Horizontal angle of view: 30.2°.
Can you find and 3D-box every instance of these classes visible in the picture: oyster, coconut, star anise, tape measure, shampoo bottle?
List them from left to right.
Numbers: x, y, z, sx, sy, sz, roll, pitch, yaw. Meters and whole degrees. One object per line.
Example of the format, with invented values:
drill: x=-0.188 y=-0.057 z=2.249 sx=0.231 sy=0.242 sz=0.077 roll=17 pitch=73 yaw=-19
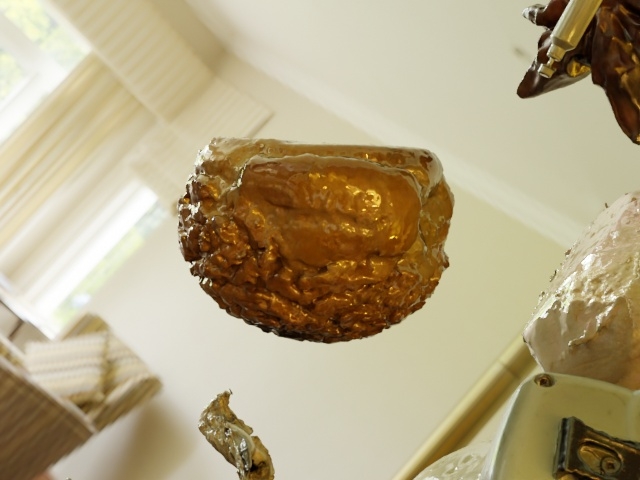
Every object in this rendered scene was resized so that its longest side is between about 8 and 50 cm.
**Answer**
oyster: x=-0.093 y=0.272 z=1.437 sx=0.106 sy=0.061 sz=0.200 roll=47 pitch=6 yaw=-21
shampoo bottle: x=0.284 y=-0.245 z=1.323 sx=0.034 sy=0.141 sz=0.049 roll=28 pitch=6 yaw=-7
tape measure: x=0.280 y=0.256 z=1.168 sx=0.246 sy=0.243 sz=0.125 roll=13 pitch=-37 yaw=-2
star anise: x=0.352 y=-0.298 z=1.425 sx=0.292 sy=0.349 sz=0.109 roll=42 pitch=26 yaw=14
coconut: x=0.478 y=0.113 z=1.458 sx=0.404 sy=0.404 sz=0.404 roll=42 pitch=-6 yaw=5

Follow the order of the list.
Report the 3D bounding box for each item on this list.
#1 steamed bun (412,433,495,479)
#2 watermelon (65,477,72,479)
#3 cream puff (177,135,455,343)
steamed bun: x=0.279 y=0.460 z=1.687 sx=0.371 sy=0.290 sz=0.456 roll=48 pitch=-33 yaw=9
watermelon: x=-0.261 y=0.368 z=1.396 sx=0.187 sy=0.141 sz=0.141 roll=63 pitch=-9 yaw=-7
cream puff: x=0.000 y=0.000 z=1.339 sx=0.327 sy=0.231 sz=0.343 roll=5 pitch=4 yaw=-19
